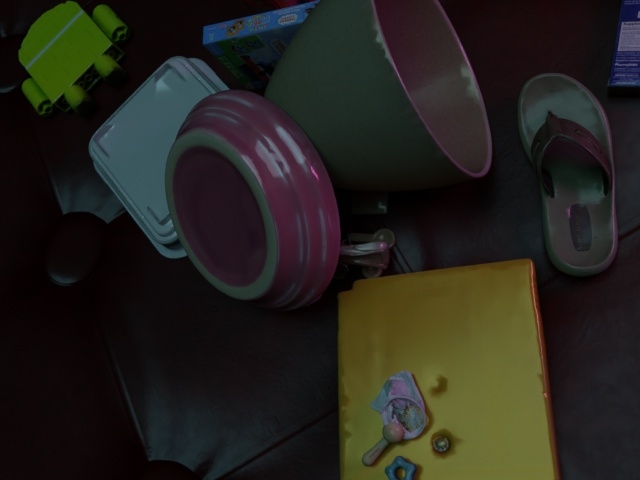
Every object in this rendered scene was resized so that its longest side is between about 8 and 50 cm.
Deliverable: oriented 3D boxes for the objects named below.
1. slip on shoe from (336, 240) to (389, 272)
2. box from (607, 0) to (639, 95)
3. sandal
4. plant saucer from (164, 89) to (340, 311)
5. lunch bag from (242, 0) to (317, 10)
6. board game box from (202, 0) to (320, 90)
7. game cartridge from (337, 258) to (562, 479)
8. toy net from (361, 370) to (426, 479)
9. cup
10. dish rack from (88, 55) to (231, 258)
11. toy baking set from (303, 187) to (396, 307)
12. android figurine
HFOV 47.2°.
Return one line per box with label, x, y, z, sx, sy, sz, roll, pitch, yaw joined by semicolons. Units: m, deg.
slip on shoe;0.034;0.027;1.078;0.136;0.051;0.041;-5;86;6
box;0.492;-0.308;1.031;0.137;0.036;0.225;8;76;24
sandal;0.342;-0.101;0.992;0.120;0.086;0.302;-13;67;18
plant saucer;-0.117;-0.044;1.044;0.332;0.084;0.332;24;126;38
lunch bag;-0.038;-0.478;1.169;0.258;0.293;0.120;-36;61;12
board game box;-0.059;-0.313;1.193;0.212;0.160;0.039;-7;70;21
game cartridge;0.162;0.197;0.987;0.286;0.053;0.323;-8;67;20
toy net;0.100;0.277;0.921;0.122;0.045;0.232;-2;69;30
cup;0.062;-0.200;1.033;0.237;0.331;0.330;-22;64;29
dish rack;-0.256;-0.163;1.276;0.285;0.072;0.333;-44;62;2
toy baking set;-0.001;-0.006;1.134;0.256;0.030;0.196;-24;64;13
android figurine;-0.497;-0.366;1.454;0.248;0.056;0.273;-46;62;2
